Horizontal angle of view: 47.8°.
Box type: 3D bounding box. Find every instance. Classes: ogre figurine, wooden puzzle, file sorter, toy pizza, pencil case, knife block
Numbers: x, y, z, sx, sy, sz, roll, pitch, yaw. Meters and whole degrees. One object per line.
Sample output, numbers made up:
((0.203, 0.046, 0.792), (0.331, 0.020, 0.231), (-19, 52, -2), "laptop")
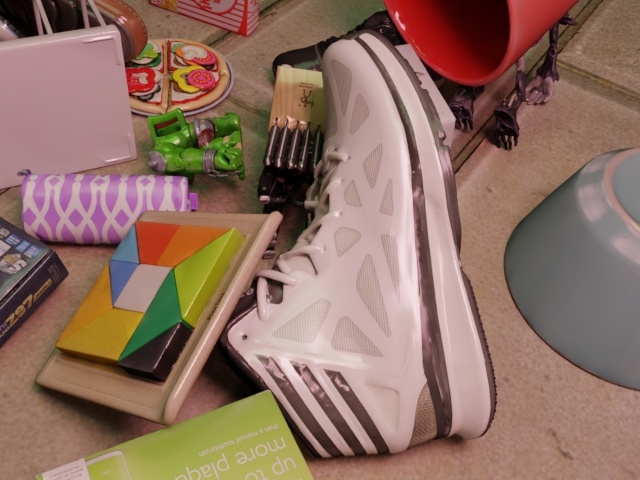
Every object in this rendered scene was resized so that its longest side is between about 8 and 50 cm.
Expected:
((-0.161, -0.128, 0.947), (0.118, 0.096, 0.197), (-5, 45, -4), "ogre figurine")
((-0.167, 0.056, 0.706), (0.239, 0.044, 0.221), (0, 54, 42), "wooden puzzle")
((-0.403, -0.198, 0.921), (0.278, 0.192, 0.173), (-16, 49, -20), "file sorter")
((-0.232, -0.258, 1.101), (0.201, 0.032, 0.201), (4, 48, -4), "toy pizza")
((-0.255, -0.039, 0.871), (0.206, 0.086, 0.088), (2, 5, -6), "pencil case")
((-0.028, -0.098, 0.964), (0.088, 0.242, 0.275), (9, 3, -1), "knife block")

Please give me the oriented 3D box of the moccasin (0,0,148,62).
((-0.396, -0.374, 1.120), (0.380, 0.139, 0.147), (26, 50, 33), "moccasin")

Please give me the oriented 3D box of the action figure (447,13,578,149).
((0.288, -0.275, 1.117), (0.164, 0.141, 0.275), (22, 65, 15), "action figure")

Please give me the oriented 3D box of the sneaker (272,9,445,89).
((0.065, -0.302, 1.117), (0.283, 0.124, 0.107), (-6, 49, -13), "sneaker")

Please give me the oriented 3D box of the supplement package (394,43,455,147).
((0.104, -0.178, 1.020), (0.105, 0.105, 0.179), (-12, 50, -10), "supplement package")

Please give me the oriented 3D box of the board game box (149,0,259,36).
((-0.193, -0.437, 1.190), (0.194, 0.146, 0.045), (21, 49, 12), "board game box")

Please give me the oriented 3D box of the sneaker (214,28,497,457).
((0.000, 0.000, 0.735), (0.258, 0.169, 0.447), (-10, 77, -10), "sneaker")

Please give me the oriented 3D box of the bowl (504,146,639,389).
((0.394, 0.005, 0.859), (0.312, 0.163, 0.311), (4, 47, -4), "bowl")

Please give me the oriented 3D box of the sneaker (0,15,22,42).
((-0.574, -0.338, 1.108), (0.237, 0.085, 0.086), (19, 80, 2), "sneaker")

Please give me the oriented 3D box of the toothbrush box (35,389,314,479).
((-0.080, 0.292, 0.567), (0.206, 0.122, 0.283), (-16, 54, -21), "toothbrush box")

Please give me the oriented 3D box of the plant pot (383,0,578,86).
((0.245, -0.384, 0.972), (0.243, 0.275, 0.275), (-33, 59, -18), "plant pot")

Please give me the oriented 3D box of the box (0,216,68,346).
((-0.422, 0.037, 0.774), (0.233, 0.059, 0.183), (28, 63, 18), "box")
